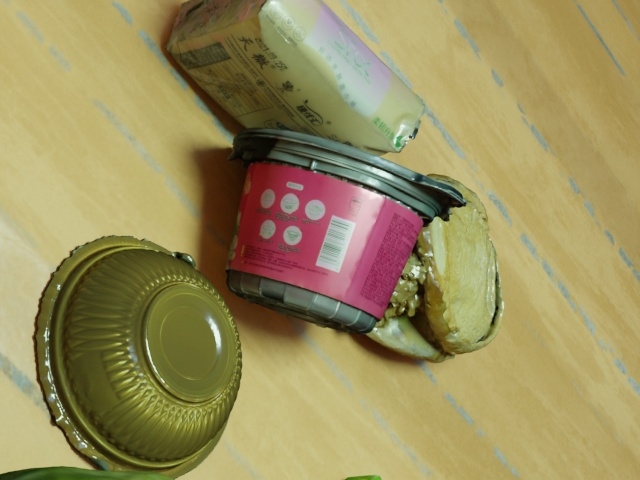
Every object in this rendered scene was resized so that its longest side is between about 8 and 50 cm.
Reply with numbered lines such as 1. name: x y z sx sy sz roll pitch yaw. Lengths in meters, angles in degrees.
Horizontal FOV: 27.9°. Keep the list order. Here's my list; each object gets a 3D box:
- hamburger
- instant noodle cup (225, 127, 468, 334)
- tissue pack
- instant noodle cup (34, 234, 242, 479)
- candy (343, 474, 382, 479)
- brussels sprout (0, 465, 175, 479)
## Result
1. hamburger: 0.138 0.042 1.675 0.243 0.146 0.286 64 34 -18
2. instant noodle cup: 0.000 0.000 1.470 0.258 0.302 0.181 27 78 -45
3. tissue pack: -0.036 -0.191 1.519 0.257 0.215 0.123 39 60 -31
4. instant noodle cup: -0.163 0.113 1.351 0.274 0.091 0.274 20 61 -42
5. candy: 0.059 0.384 1.517 0.097 0.062 0.194 -28 98 -50
6. brussels sprout: -0.212 0.327 1.070 0.355 0.289 0.281 -33 115 -61
